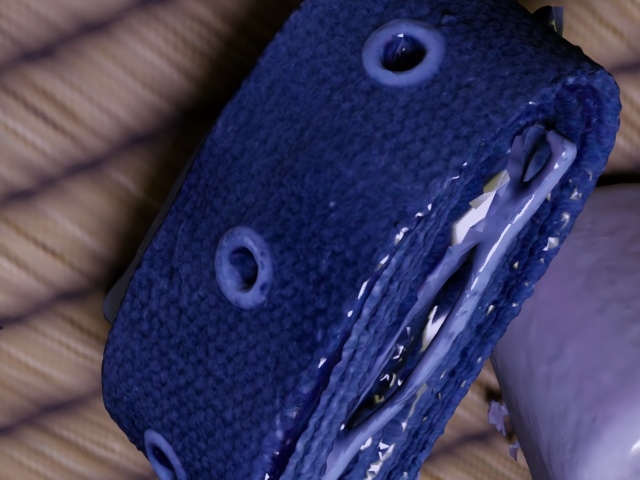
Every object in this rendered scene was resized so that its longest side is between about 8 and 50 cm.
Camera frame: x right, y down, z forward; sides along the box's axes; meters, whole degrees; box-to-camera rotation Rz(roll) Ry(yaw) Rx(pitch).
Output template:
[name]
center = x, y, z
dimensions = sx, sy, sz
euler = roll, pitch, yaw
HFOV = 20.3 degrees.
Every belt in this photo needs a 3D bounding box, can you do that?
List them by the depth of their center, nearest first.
[belt]
center = 0.001, 0.000, 0.627
dimensions = 0.122, 0.128, 0.218
euler = 0, 127, -52

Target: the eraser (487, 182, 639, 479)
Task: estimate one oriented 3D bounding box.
[eraser]
center = 0.248, 0.096, 0.740
dimensions = 0.331, 0.150, 0.331
euler = -8, 124, -13
